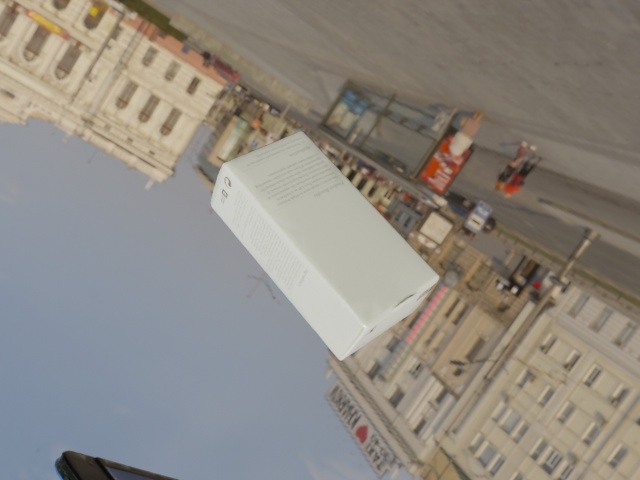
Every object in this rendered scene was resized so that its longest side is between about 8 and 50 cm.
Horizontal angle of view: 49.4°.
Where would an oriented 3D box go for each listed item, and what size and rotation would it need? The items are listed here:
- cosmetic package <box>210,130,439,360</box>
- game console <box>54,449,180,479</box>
[{"bbox_3d":[0.000,0.000,0.740,0.117,0.085,0.231,-28,-111,-33],"label":"cosmetic package"},{"bbox_3d":[-0.111,0.299,0.816,0.250,0.173,0.293,34,172,36],"label":"game console"}]
